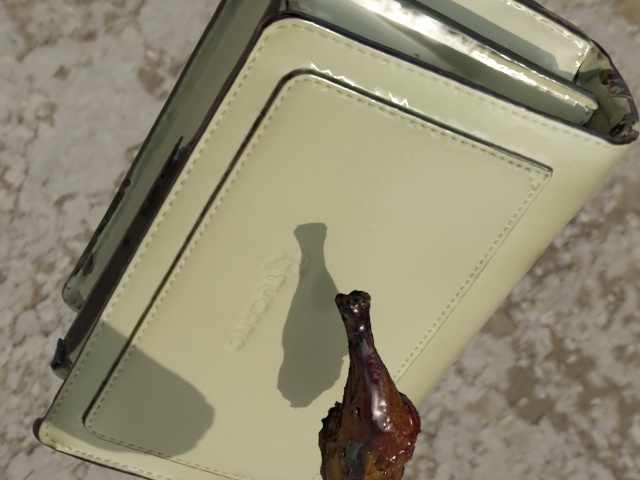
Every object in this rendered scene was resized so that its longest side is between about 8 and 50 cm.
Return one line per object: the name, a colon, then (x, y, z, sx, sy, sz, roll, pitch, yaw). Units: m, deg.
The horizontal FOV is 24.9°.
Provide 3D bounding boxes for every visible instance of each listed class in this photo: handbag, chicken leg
handbag: (0.000, 0.000, 0.894, 0.237, 0.358, 0.160, 24, 35, -15)
chicken leg: (0.023, 0.092, 0.771, 0.037, 0.145, 0.062, -24, 50, -32)
